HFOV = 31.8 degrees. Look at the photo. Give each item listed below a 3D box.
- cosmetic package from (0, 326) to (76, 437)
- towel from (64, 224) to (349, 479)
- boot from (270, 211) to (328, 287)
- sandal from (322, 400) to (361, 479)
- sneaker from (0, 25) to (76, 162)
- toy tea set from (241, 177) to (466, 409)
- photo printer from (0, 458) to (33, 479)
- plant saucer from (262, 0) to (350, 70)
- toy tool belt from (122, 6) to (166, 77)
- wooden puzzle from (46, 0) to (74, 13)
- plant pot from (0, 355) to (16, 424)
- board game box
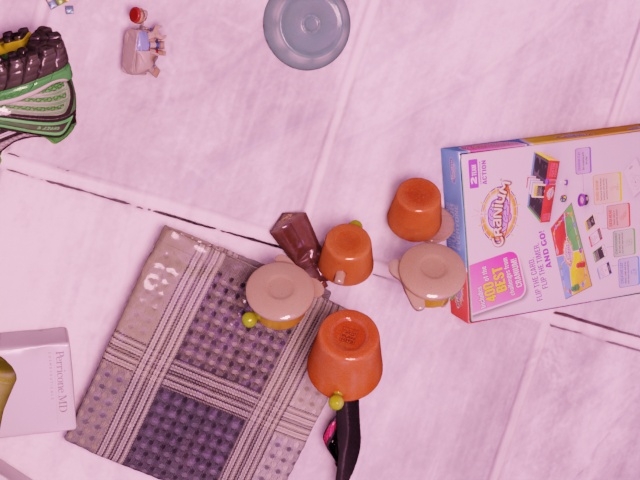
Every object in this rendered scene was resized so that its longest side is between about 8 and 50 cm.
[{"bbox_3d":[-0.419,0.179,1.370,0.231,0.085,0.117,-5,102,-15],"label":"cosmetic package"},{"bbox_3d":[-0.133,0.175,1.479,0.312,0.056,0.324,26,96,-17],"label":"towel"},{"bbox_3d":[0.000,0.000,1.497,0.106,0.037,0.114,-33,105,-10],"label":"boot"},{"bbox_3d":[0.028,0.255,1.538,0.040,0.067,0.179,8,109,20],"label":"sandal"},{"bbox_3d":[-0.444,-0.125,1.287,0.343,0.134,0.146,-16,123,-5],"label":"sneaker"},{"bbox_3d":[0.067,0.066,1.453,0.336,0.124,0.200,-35,63,-24],"label":"toy tea set"},{"bbox_3d":[-0.421,0.451,1.402,0.256,0.107,0.307,40,86,-19],"label":"photo printer"},{"bbox_3d":[-0.014,-0.280,1.452,0.119,0.021,0.119,-3,100,-17],"label":"plant saucer"},{"bbox_3d":[-0.215,-0.244,1.386,0.051,0.052,0.083,-4,106,-48],"label":"toy tool belt"},{"bbox_3d":[-0.316,-0.313,1.359,0.049,0.006,0.083,-30,107,-11],"label":"wooden puzzle"},{"bbox_3d":[-0.497,0.244,1.159,0.366,0.366,0.353,27,85,-20],"label":"plant pot"},{"bbox_3d":[0.332,-0.028,1.580,0.316,0.064,0.242,-8,101,-16],"label":"board game box"}]
